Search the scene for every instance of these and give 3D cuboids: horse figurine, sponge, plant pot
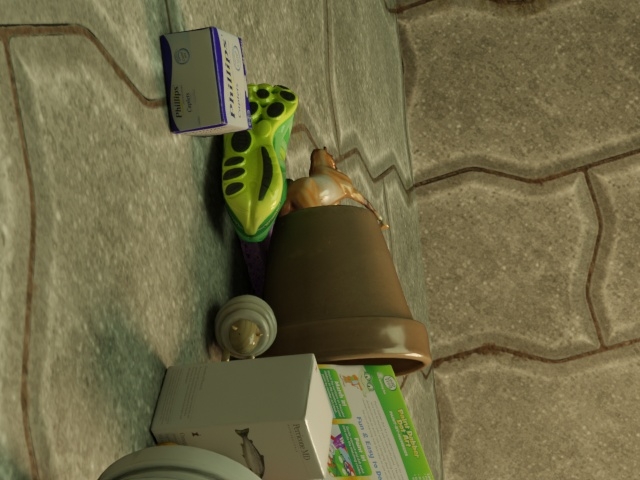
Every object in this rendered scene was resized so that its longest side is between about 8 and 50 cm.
[{"bbox_3d":[0.003,-0.050,2.019,0.174,0.066,0.263,54,37,0],"label":"horse figurine"},{"bbox_3d":[-0.082,0.027,1.924,0.117,0.031,0.210,-73,155,-59],"label":"sponge"},{"bbox_3d":[0.018,0.078,1.830,0.263,0.263,0.229,45,38,-70],"label":"plant pot"}]

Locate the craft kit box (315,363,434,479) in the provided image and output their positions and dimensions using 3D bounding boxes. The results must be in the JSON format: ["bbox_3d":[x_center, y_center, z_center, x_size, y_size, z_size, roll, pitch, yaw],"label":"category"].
[{"bbox_3d":[0.028,0.273,1.623,0.246,0.061,0.250,4,54,-39],"label":"craft kit box"}]

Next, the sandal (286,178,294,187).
[{"bbox_3d":[0.001,0.000,2.153,0.303,0.086,0.120,58,27,-47],"label":"sandal"}]

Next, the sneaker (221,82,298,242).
[{"bbox_3d":[-0.096,-0.117,1.826,0.295,0.109,0.123,-82,180,-45],"label":"sneaker"}]

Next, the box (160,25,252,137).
[{"bbox_3d":[-0.145,-0.201,1.662,0.137,0.072,0.126,-12,95,-77],"label":"box"}]

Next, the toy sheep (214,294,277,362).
[{"bbox_3d":[-0.099,0.114,1.694,0.132,0.091,0.091,-102,-178,-72],"label":"toy sheep"}]

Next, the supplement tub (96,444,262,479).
[{"bbox_3d":[-0.142,0.338,1.048,0.316,0.228,0.228,-74,154,-59],"label":"supplement tub"}]

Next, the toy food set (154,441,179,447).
[{"bbox_3d":[-0.116,0.333,1.440,0.104,0.111,0.232,-80,158,-46],"label":"toy food set"}]

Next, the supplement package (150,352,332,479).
[{"bbox_3d":[-0.086,0.207,1.474,0.105,0.179,0.105,-81,159,-51],"label":"supplement package"}]
